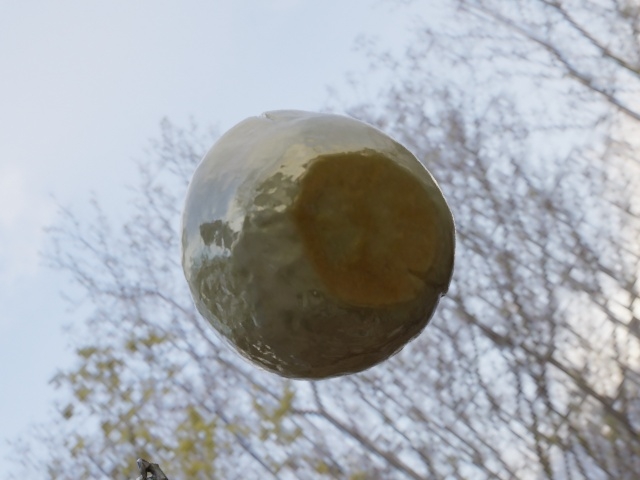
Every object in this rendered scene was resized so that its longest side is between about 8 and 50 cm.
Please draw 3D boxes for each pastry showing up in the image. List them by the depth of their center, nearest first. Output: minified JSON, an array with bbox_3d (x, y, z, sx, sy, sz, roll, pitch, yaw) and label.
[{"bbox_3d":[0.000,0.000,0.747,0.156,0.156,0.092,-15,-10,-38],"label":"pastry"}]

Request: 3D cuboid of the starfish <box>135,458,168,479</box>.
[{"bbox_3d":[-0.014,0.200,0.488,0.299,0.302,0.060,16,-61,-16],"label":"starfish"}]
